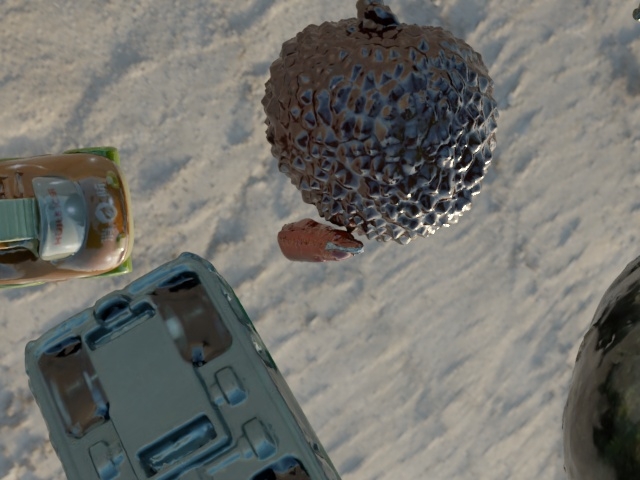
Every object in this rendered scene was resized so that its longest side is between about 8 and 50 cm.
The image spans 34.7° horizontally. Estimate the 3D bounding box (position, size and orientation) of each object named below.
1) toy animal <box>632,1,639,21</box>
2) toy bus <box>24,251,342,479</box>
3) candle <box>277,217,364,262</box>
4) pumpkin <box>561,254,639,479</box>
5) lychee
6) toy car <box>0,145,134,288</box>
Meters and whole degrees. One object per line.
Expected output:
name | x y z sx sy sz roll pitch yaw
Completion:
toy animal | 0.236 -0.277 0.828 0.176 0.217 0.073 -34 170 -44
toy bus | -0.081 0.200 0.798 0.183 0.343 0.199 -29 145 -5
candle | 0.000 0.000 1.172 0.048 0.162 0.053 28 78 -31
pumpkin | 0.407 0.168 0.797 0.454 0.454 0.344 1 131 -42
lychee | 0.067 -0.143 1.142 0.264 0.264 0.300 -16 102 -33
toy car | -0.325 -0.019 1.077 0.235 0.235 0.145 -8 93 -38
